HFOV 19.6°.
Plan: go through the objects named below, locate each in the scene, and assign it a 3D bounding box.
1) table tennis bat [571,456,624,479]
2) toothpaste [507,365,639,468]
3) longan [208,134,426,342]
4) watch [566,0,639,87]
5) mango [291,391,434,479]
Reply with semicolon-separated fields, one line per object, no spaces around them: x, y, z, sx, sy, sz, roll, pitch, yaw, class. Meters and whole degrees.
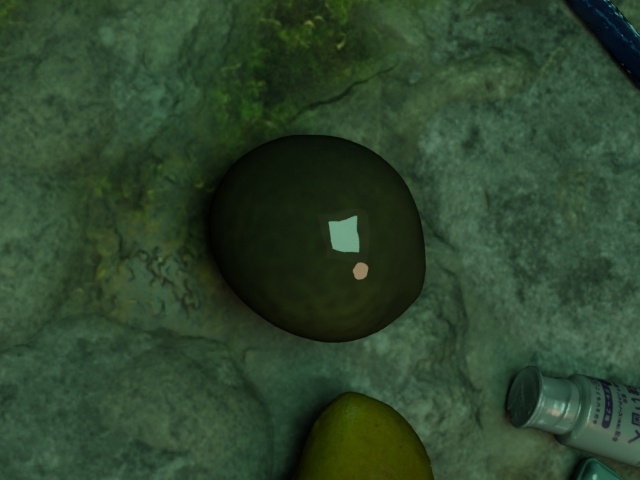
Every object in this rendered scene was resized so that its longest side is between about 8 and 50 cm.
0.360;0.294;1.935;0.237;0.038;0.149;33;75;-19;table tennis bat
0.337;0.195;1.911;0.299;0.073;0.114;16;52;-21;toothpaste
0.000;0.000;1.732;0.198;0.198;0.212;-38;102;-19;longan
0.402;-0.287;1.973;0.276;0.068;0.274;-44;98;-17;watch
0.036;0.278;1.761;0.167;0.130;0.262;13;76;-15;mango
